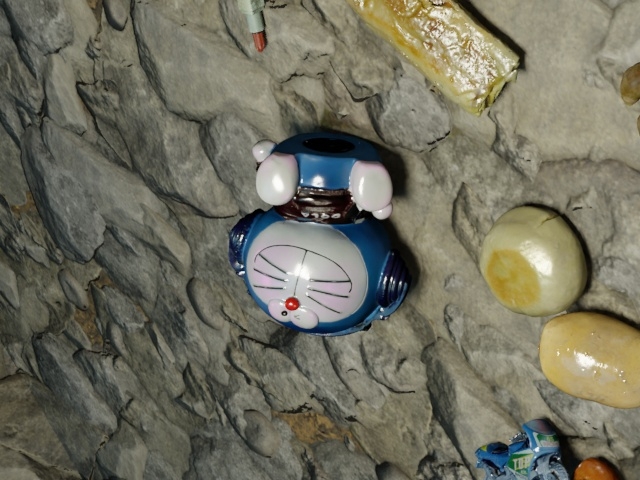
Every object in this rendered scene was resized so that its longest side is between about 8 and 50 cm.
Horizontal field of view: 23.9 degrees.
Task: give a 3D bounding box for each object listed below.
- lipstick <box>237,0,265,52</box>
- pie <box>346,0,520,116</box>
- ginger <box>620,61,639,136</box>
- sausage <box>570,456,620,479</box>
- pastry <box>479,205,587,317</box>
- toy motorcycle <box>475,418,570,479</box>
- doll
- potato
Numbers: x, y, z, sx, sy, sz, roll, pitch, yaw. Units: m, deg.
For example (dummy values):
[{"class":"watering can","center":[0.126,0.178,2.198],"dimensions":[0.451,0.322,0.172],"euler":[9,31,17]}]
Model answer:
[{"class":"lipstick","center":[-0.102,-0.344,2.280],"dimensions":[0.030,0.030,0.129],"euler":[17,129,42]},{"class":"pie","center":[0.146,-0.282,2.001],"dimensions":[0.282,0.068,0.128],"euler":[44,132,16]},{"class":"ginger","center":[0.432,-0.119,1.783],"dimensions":[0.166,0.080,0.333],"euler":[10,128,33]},{"class":"sausage","center":[0.405,0.395,2.227],"dimensions":[0.089,0.089,0.179],"euler":[28,139,34]},{"class":"pastry","center":[0.289,0.030,2.063],"dimensions":[0.156,0.092,0.156],"euler":[22,127,32]},{"class":"toy motorcycle","center":[0.304,0.343,2.280],"dimensions":[0.254,0.092,0.135],"euler":[150,120,-64]},{"class":"doll","center":[0.000,0.000,2.268],"dimensions":[0.284,0.240,0.310],"euler":[10,113,13]},{"class":"potato","center":[0.382,0.163,2.043],"dimensions":[0.178,0.118,0.109],"euler":[20,172,22]}]
